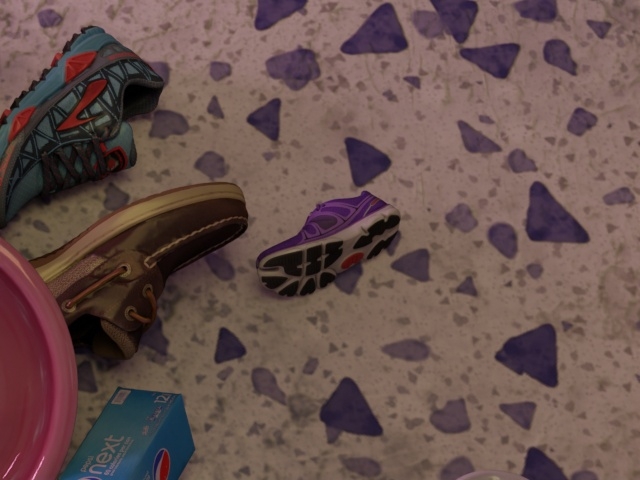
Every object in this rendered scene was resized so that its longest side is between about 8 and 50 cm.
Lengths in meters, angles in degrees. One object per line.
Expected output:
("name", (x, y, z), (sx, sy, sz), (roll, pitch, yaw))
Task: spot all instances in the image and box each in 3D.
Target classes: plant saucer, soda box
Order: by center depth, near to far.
("plant saucer", (-0.380, 0.132, 1.737), (0.332, 0.084, 0.332), (0, 86, -7))
("soda box", (-0.185, 0.223, 1.744), (0.067, 0.071, 0.210), (4, 37, 22))

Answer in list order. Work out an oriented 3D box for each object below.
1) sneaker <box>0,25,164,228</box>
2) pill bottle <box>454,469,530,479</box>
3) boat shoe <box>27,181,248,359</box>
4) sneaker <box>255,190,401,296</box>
("sneaker", (-0.244, -0.103, 1.961), (0.125, 0.104, 0.262), (30, 58, 6))
("pill bottle", (0.133, 0.295, 1.720), (0.119, 0.208, 0.119), (5, 57, -7))
("boat shoe", (-0.206, 0.060, 1.864), (0.342, 0.123, 0.123), (-26, 75, -20))
("sneaker", (0.000, 0.000, 1.977), (0.170, 0.068, 0.071), (-24, 50, -32))
